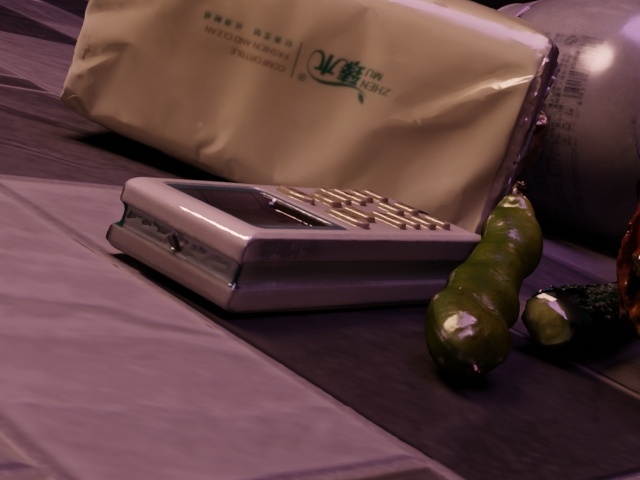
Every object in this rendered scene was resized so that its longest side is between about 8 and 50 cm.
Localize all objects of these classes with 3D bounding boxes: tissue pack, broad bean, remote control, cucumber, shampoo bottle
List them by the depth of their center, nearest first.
[{"bbox_3d":[0.109,0.025,0.755,0.052,0.053,0.256,14,25,13],"label":"broad bean"},{"bbox_3d":[0.000,0.000,0.773,0.103,0.055,0.277,25,14,34],"label":"remote control"},{"bbox_3d":[0.207,0.051,0.872,0.043,0.044,0.256,49,24,20],"label":"cucumber"},{"bbox_3d":[0.008,-0.144,1.065,0.380,0.207,0.297,21,11,10],"label":"tissue pack"},{"bbox_3d":[0.308,-0.145,1.343,0.273,0.273,0.266,5,9,-46],"label":"shampoo bottle"}]

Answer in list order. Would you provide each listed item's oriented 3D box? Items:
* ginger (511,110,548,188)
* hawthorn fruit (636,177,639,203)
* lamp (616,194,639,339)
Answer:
[{"bbox_3d":[0.169,-0.129,1.222,0.137,0.213,0.074,9,8,25],"label":"ginger"},{"bbox_3d":[0.426,-0.048,1.077,0.316,0.316,0.316,17,12,-4],"label":"hawthorn fruit"},{"bbox_3d":[0.298,0.022,0.776,0.227,0.227,0.227,17,12,-4],"label":"lamp"}]
